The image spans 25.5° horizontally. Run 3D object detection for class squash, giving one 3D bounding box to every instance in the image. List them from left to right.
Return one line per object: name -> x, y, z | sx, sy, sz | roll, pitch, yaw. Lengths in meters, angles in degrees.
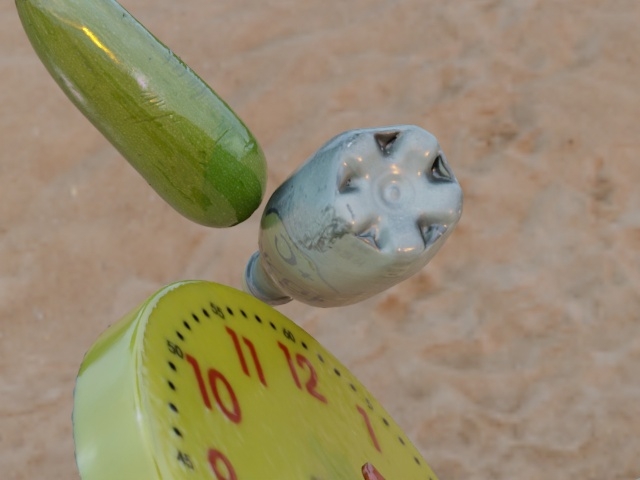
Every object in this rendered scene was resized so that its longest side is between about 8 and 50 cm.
squash -> -0.097, -0.080, 0.784 | 0.066, 0.201, 0.066 | -27, 35, 21

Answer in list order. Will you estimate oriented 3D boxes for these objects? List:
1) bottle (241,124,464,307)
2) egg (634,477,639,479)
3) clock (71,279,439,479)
bottle -> 0.000, 0.000, 0.806 | 0.083, 0.083, 0.269 | -9, -8, -19
egg -> 0.251, 0.251, 0.853 | 0.182, 0.183, 0.264 | -10, 32, -20
clock -> 0.016, 0.134, 0.596 | 0.277, 0.071, 0.293 | 33, 24, -51
